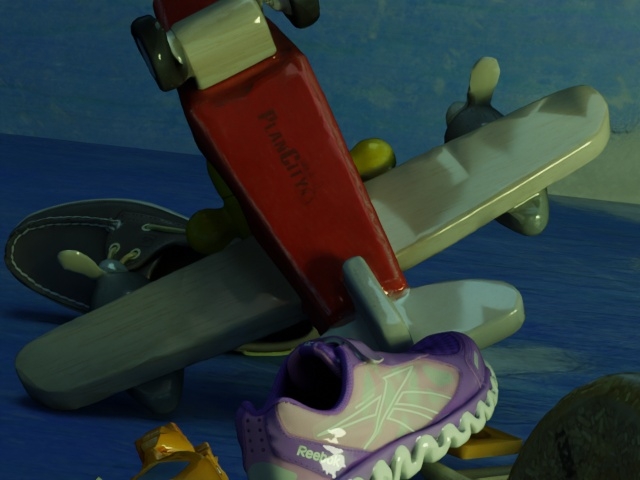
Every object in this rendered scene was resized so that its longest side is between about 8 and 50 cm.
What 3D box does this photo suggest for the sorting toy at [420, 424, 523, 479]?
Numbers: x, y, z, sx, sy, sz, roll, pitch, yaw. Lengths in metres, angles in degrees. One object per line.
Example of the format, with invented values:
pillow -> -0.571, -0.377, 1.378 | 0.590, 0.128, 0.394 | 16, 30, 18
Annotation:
sorting toy -> 0.184, 0.180, 1.078 | 0.196, 0.047, 0.348 | 4, 9, -32

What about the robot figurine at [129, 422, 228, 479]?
robot figurine -> -0.123, 0.159, 0.714 | 0.211, 0.085, 0.291 | -30, -1, 7

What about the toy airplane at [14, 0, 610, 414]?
toy airplane -> 0.000, 0.000, 1.341 | 0.386, 0.384, 0.272 | 16, -21, 9

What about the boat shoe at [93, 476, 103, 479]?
boat shoe -> -0.131, 0.172, 0.954 | 0.043, 0.049, 0.137 | 45, 11, -2

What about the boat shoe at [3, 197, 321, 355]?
boat shoe -> -0.139, 0.034, 1.539 | 0.324, 0.116, 0.097 | 13, 8, 9

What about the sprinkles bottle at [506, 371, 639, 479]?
sprinkles bottle -> 0.240, 0.161, 0.683 | 0.355, 0.121, 0.121 | 23, 2, -24

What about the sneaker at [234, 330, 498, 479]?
sneaker -> 0.027, 0.100, 1.079 | 0.095, 0.104, 0.236 | -15, 12, 40
